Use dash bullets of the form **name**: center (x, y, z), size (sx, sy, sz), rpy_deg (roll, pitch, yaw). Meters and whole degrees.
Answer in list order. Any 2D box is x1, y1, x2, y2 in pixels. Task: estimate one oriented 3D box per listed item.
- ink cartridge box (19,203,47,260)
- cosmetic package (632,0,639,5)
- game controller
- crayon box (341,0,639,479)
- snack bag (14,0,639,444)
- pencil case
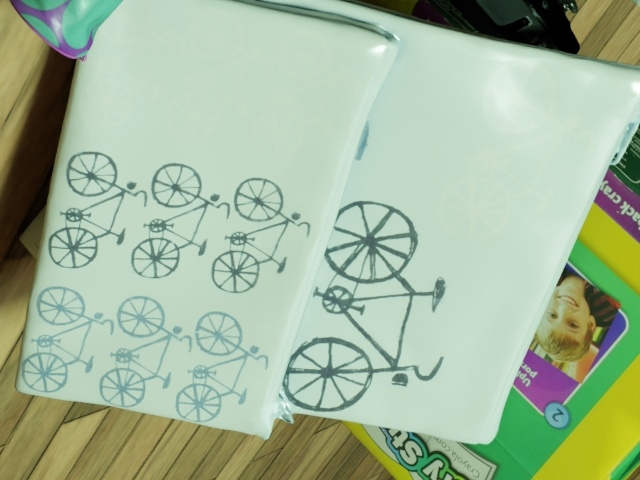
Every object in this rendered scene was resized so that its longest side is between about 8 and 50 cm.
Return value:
- **ink cartridge box**: center (-0.104, -0.043, 1.005), size (0.180, 0.060, 0.104), rpy_deg (-48, 159, 14)
- **cosmetic package**: center (0.172, -0.270, 0.889), size (0.151, 0.184, 0.151), rpy_deg (-44, 160, 5)
- **game controller**: center (0.076, -0.202, 0.872), size (0.067, 0.166, 0.319), rpy_deg (-25, 164, 15)
- **crayon box**: center (0.109, 0.018, 1.087), size (0.106, 0.363, 0.313), rpy_deg (-21, 151, -49)
- **snack bag**: center (0.000, 0.000, 0.932), size (0.342, 0.037, 0.323), rpy_deg (12, 123, -11)
- **pencil case**: center (-0.096, -0.165, 0.766), size (0.152, 0.064, 0.070), rpy_deg (-45, 146, 7)
